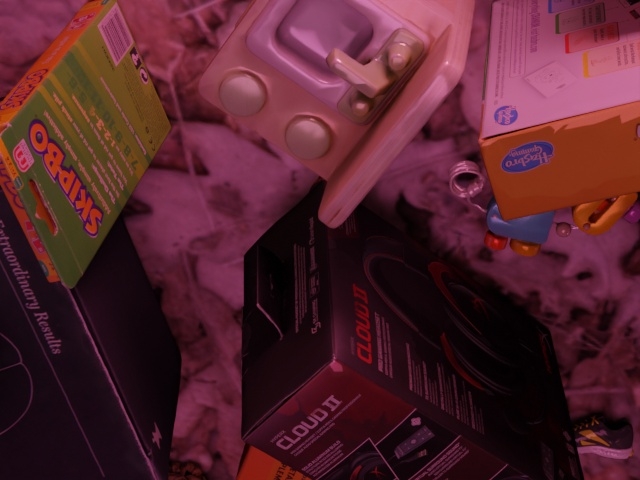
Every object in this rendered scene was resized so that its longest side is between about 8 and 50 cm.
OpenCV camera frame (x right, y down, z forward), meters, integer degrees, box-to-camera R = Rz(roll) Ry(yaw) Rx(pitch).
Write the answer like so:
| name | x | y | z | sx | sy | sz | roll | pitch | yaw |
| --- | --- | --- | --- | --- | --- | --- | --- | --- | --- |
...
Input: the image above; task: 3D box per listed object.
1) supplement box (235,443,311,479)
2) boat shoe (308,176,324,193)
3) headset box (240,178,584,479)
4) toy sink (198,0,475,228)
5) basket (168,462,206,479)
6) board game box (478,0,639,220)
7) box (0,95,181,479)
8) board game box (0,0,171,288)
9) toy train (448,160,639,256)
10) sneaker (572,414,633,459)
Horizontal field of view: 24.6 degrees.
| name | x | y | z | sx | sy | sz | roll | pitch | yaw |
| --- | --- | --- | --- | --- | --- | --- | --- | --- | --- |
| supplement box | 0.047 | 0.213 | 1.330 | 0.233 | 0.080 | 0.078 | 20 | 123 | -5 |
| boat shoe | 0.000 | 0.000 | 1.234 | 0.049 | 0.043 | 0.137 | 16 | 122 | -2 |
| headset box | 0.059 | 0.103 | 1.150 | 0.293 | 0.218 | 0.110 | 33 | 120 | -24 |
| toy sink | 0.012 | -0.144 | 1.038 | 0.131 | 0.234 | 0.153 | 33 | 120 | -10 |
| basket | -0.195 | 0.393 | 1.390 | 0.213 | 0.223 | 0.299 | -7 | 119 | 13 |
| board game box | 0.271 | -0.131 | 0.999 | 0.316 | 0.242 | 0.064 | -12 | 118 | 17 |
| box | -0.352 | 0.084 | 1.212 | 0.395 | 0.212 | 0.293 | -16 | 116 | 7 |
| board game box | -0.179 | -0.077 | 1.092 | 0.039 | 0.259 | 0.124 | -14 | 117 | 16 |
| toy train | 0.191 | -0.058 | 1.170 | 0.166 | 0.046 | 0.125 | -23 | 112 | 18 |
| sneaker | 0.238 | 0.170 | 1.304 | 0.083 | 0.031 | 0.035 | 6 | 107 | 1 |
